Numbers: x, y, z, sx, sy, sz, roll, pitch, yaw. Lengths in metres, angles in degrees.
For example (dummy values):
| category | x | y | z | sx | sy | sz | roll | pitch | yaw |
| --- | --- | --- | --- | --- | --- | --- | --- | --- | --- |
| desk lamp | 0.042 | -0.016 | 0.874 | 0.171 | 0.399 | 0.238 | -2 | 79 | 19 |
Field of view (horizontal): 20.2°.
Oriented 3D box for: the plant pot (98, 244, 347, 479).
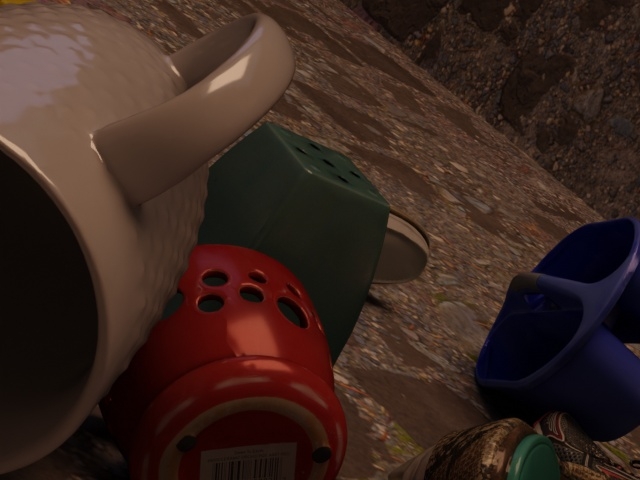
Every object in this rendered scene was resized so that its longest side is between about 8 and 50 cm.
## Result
| category | x | y | z | sx | sy | sz | roll | pitch | yaw |
| --- | --- | --- | --- | --- | --- | --- | --- | --- | --- |
| plant pot | -0.076 | 0.122 | 1.403 | 0.191 | 0.191 | 0.174 | 25 | 19 | -27 |

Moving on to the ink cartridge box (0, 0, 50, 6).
| category | x | y | z | sx | sy | sz | roll | pitch | yaw |
| --- | --- | --- | --- | --- | --- | --- | --- | --- | --- |
| ink cartridge box | -0.308 | -0.126 | 1.686 | 0.353 | 0.207 | 0.119 | 39 | 14 | 26 |

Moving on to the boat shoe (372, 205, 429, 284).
| category | x | y | z | sx | sy | sz | roll | pitch | yaw |
| --- | --- | --- | --- | --- | --- | --- | --- | --- | --- |
| boat shoe | 0.000 | 0.000 | 2.132 | 0.302 | 0.113 | 0.103 | 15 | 22 | -22 |

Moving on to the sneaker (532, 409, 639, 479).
| category | x | y | z | sx | sy | sz | roll | pitch | yaw |
| --- | --- | --- | --- | --- | --- | --- | --- | --- | --- |
| sneaker | 0.340 | 0.277 | 1.912 | 0.121 | 0.112 | 0.299 | 16 | 21 | -46 |

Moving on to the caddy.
| category | x | y | z | sx | sy | sz | roll | pitch | yaw |
| --- | --- | --- | --- | --- | --- | --- | --- | --- | --- |
| caddy | 0.302 | 0.095 | 2.097 | 0.179 | 0.241 | 0.341 | 38 | -11 | -8 |

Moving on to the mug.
| category | x | y | z | sx | sy | sz | roll | pitch | yaw |
| --- | --- | --- | --- | --- | --- | --- | --- | --- | --- |
| mug | -0.180 | -0.049 | 1.267 | 0.276 | 0.374 | 0.328 | 58 | 26 | -14 |

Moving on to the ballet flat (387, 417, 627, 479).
| category | x | y | z | sx | sy | sz | roll | pitch | yaw |
| --- | --- | --- | --- | --- | --- | --- | --- | --- | --- |
| ballet flat | 0.155 | 0.247 | 1.547 | 0.182 | 0.164 | 0.483 | 5 | -11 | 26 |

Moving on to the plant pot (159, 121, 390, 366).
| category | x | y | z | sx | sy | sz | roll | pitch | yaw |
| --- | --- | --- | --- | --- | --- | --- | --- | --- | --- |
| plant pot | -0.054 | 0.021 | 1.683 | 0.166 | 0.234 | 0.165 | 21 | 18 | -35 |
